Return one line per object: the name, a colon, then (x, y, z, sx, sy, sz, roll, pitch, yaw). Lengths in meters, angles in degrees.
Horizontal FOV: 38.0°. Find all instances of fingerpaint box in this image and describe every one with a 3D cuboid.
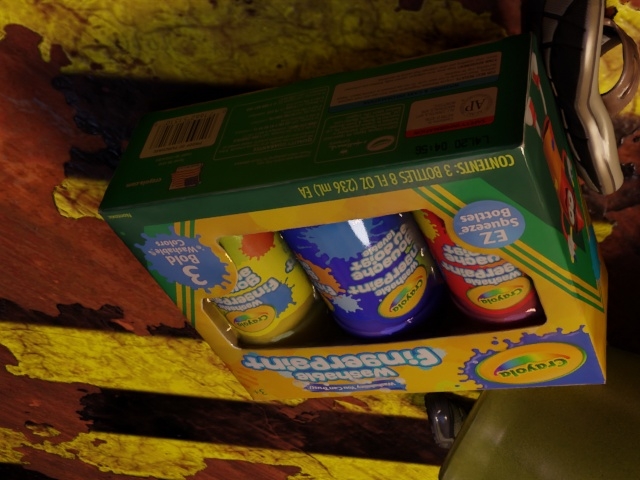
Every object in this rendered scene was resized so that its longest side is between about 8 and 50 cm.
fingerpaint box: (0.053, 0.009, 1.010, 0.445, 0.163, 0.371, -7, 137, 24)

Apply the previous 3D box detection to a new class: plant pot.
plant pot: (0.346, 0.283, 1.124, 0.353, 0.366, 0.366, 29, 144, 15)

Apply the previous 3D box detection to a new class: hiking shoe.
hiking shoe: (0.244, 0.287, 1.473, 0.114, 0.086, 0.227, -26, 138, 17)

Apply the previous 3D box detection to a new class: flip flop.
flip flop: (0.265, -0.155, 0.891, 0.080, 0.112, 0.277, -27, 133, 2)

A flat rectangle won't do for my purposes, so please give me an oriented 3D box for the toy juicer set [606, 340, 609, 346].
toy juicer set: (0.359, 0.296, 1.346, 0.209, 0.089, 0.329, -15, 110, 32)
